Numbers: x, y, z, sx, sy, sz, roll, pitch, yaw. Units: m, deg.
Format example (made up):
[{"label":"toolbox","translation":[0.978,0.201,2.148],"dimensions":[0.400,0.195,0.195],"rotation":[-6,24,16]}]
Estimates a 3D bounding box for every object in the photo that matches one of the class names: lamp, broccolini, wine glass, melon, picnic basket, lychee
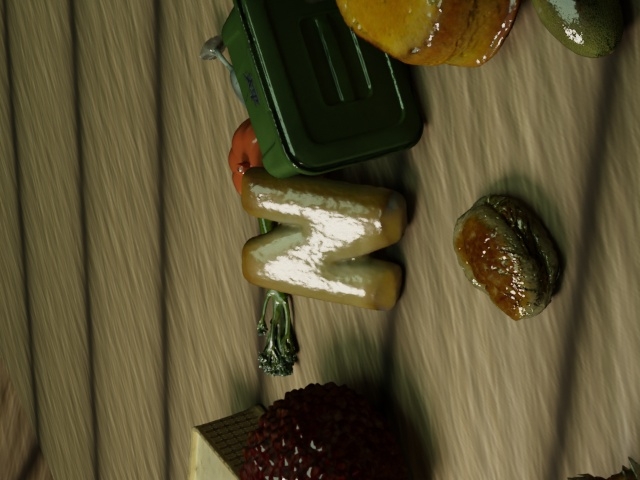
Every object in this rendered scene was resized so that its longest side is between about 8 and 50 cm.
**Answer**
[{"label":"lamp","translation":[-0.081,-0.138,1.931],"dimensions":[0.187,0.164,0.188],"rotation":[19,115,47]},{"label":"broccolini","translation":[-0.110,0.079,2.121],"dimensions":[0.078,0.074,0.392],"rotation":[1,105,45]},{"label":"wine glass","translation":[-0.147,-0.302,2.043],"dimensions":[0.198,0.066,0.066],"rotation":[49,137,26]},{"label":"melon","translation":[0.327,-0.306,1.398],"dimensions":[0.099,0.099,0.162],"rotation":[-42,73,50]},{"label":"picnic basket","translation":[-0.120,0.521,2.227],"dimensions":[0.313,0.175,0.228],"rotation":[40,133,42]},{"label":"lychee","translation":[0.011,0.415,1.930],"dimensions":[0.306,0.306,0.330],"rotation":[-29,55,53]}]

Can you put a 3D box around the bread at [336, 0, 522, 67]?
[{"label":"bread","translation":[0.150,-0.388,1.532],"dimensions":[0.312,0.172,0.312],"rotation":[27,124,47]}]

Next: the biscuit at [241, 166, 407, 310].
[{"label":"biscuit","translation":[0.000,0.000,1.849],"dimensions":[0.290,0.062,0.237],"rotation":[13,122,14]}]

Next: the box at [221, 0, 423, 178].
[{"label":"box","translation":[-0.008,-0.266,1.738],"dimensions":[0.178,0.252,0.329],"rotation":[-20,86,66]}]

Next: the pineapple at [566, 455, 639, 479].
[{"label":"pineapple","translation":[0.381,0.464,1.415],"dimensions":[0.300,0.352,0.352],"rotation":[-49,63,34]}]

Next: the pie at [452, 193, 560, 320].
[{"label":"pie","translation":[0.270,0.029,1.618],"dimensions":[0.193,0.079,0.163],"rotation":[55,144,20]}]
